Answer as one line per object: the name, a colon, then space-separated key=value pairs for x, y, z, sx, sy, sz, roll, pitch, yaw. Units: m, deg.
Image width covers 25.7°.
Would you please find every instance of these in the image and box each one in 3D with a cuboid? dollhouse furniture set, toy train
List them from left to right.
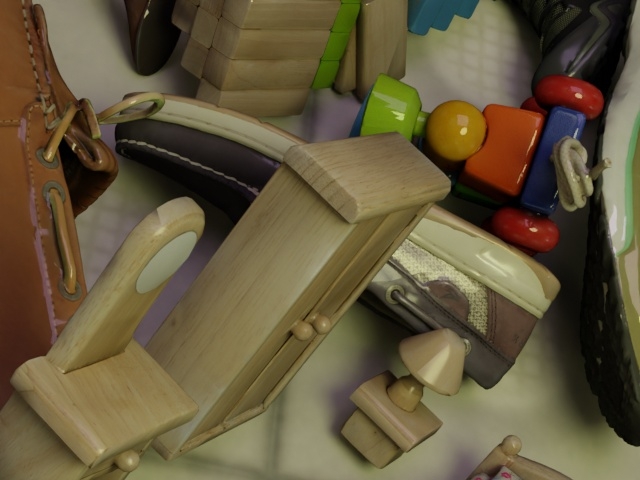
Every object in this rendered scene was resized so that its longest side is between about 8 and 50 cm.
toy train: x=0.087 y=-0.062 z=0.836 sx=0.143 sy=0.248 sz=0.105 roll=18 pitch=88 yaw=3
dollhouse furniture set: x=0.079 y=0.130 z=0.646 sx=0.355 sy=0.174 sz=0.303 roll=44 pitch=24 yaw=15

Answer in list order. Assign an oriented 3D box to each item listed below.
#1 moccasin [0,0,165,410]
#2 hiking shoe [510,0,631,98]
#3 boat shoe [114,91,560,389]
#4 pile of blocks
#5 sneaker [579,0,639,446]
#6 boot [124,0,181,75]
moccasin: x=-0.172 y=-0.037 z=0.772 sx=0.147 sy=0.139 sz=0.380 roll=11 pitch=49 yaw=-31
hiking shoe: x=0.177 y=-0.176 z=1.048 sx=0.114 sy=0.086 sz=0.227 roll=19 pitch=47 yaw=11
boat shoe: x=0.000 y=0.000 z=0.836 sx=0.285 sy=0.103 sz=0.092 roll=25 pitch=84 yaw=-3
pile of blocks: x=0.032 y=-0.200 z=0.968 sx=0.362 sy=0.149 sz=0.113 roll=-31 pitch=53 yaw=-30
sneaker: x=0.272 y=-0.046 z=0.898 sx=0.182 sy=0.158 sz=0.410 roll=8 pitch=52 yaw=16
boot: x=-0.140 y=-0.176 z=0.932 sx=0.114 sy=0.106 sz=0.037 roll=28 pitch=28 yaw=35
